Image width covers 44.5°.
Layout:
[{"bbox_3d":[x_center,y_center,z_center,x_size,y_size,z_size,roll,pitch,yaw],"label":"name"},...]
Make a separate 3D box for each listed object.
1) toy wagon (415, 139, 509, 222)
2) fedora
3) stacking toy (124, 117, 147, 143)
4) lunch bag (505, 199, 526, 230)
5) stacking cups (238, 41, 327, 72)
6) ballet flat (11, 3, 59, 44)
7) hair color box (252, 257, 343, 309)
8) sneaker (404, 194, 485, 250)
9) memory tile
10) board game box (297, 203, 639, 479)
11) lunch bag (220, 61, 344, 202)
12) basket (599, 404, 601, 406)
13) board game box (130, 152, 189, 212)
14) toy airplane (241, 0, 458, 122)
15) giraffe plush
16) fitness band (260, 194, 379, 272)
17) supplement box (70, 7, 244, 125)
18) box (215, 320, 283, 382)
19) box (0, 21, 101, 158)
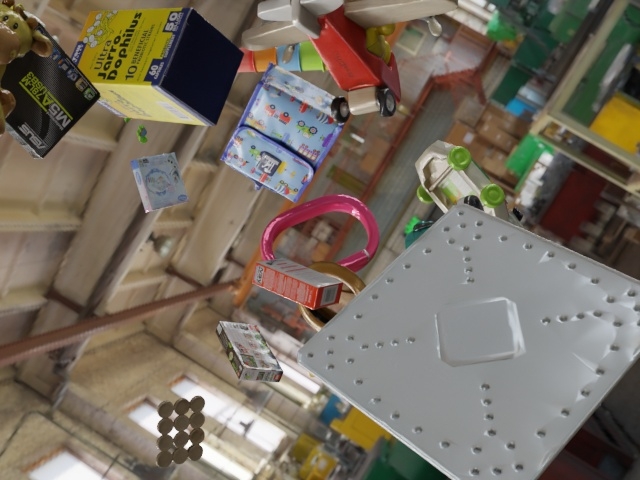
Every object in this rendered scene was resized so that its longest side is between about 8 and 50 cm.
[{"bbox_3d":[0.372,-0.089,1.946,0.068,0.344,0.267,-39,-6,-17],"label":"toy wagon"},{"bbox_3d":[0.040,0.125,1.744,0.079,0.194,0.194,-27,-31,-57],"label":"fedora"},{"bbox_3d":[-0.478,-0.396,2.167,0.052,0.167,0.221,9,-64,-34],"label":"stacking toy"},{"bbox_3d":[0.449,0.023,2.257,0.305,0.212,0.256,-51,10,16],"label":"lunch bag"},{"bbox_3d":[-0.083,-0.501,2.116,0.096,0.316,0.096,1,-90,-82],"label":"stacking cups"},{"bbox_3d":[-0.778,-0.560,2.176,0.077,0.231,0.077,-31,31,18],"label":"ballet flat"},{"bbox_3d":[-0.048,0.088,1.629,0.093,0.167,0.053,-8,-65,-54],"label":"hair color box"},{"bbox_3d":[0.253,-0.006,1.579,0.295,0.178,0.123,34,-138,-66],"label":"sneaker"},{"bbox_3d":[-0.295,0.402,1.651,0.113,0.012,0.148,-3,-79,-37],"label":"memory tile"},{"bbox_3d":[0.227,0.143,1.120,0.390,0.390,0.050,-41,-44,-21],"label":"board game box"},{"bbox_3d":[-0.098,-0.243,1.904,0.293,0.221,0.138,-58,9,33],"label":"lunch bag"},{"bbox_3d":[0.346,0.154,1.360,0.201,0.255,0.289,-46,29,24],"label":"basket"},{"bbox_3d":[-0.272,-0.100,1.331,0.020,0.090,0.090,-16,2,37],"label":"board game box"},{"bbox_3d":[0.047,-0.459,1.633,0.384,0.386,0.272,124,164,-63],"label":"toy airplane"},{"bbox_3d":[-0.513,-0.286,1.204,0.170,0.210,0.181,-36,-39,16],"label":"giraffe plush"},{"bbox_3d":[0.000,0.000,1.853,0.291,0.209,0.054,-23,-26,-16],"label":"fitness band"},{"bbox_3d":[-0.391,-0.402,1.811,0.195,0.357,0.194,32,-107,-51],"label":"supplement box"},{"bbox_3d":[-0.183,0.280,1.985,0.207,0.114,0.036,51,124,52],"label":"box"},{"bbox_3d":[-0.543,-0.285,1.490,0.184,0.045,0.190,-56,-51,-27],"label":"box"}]
